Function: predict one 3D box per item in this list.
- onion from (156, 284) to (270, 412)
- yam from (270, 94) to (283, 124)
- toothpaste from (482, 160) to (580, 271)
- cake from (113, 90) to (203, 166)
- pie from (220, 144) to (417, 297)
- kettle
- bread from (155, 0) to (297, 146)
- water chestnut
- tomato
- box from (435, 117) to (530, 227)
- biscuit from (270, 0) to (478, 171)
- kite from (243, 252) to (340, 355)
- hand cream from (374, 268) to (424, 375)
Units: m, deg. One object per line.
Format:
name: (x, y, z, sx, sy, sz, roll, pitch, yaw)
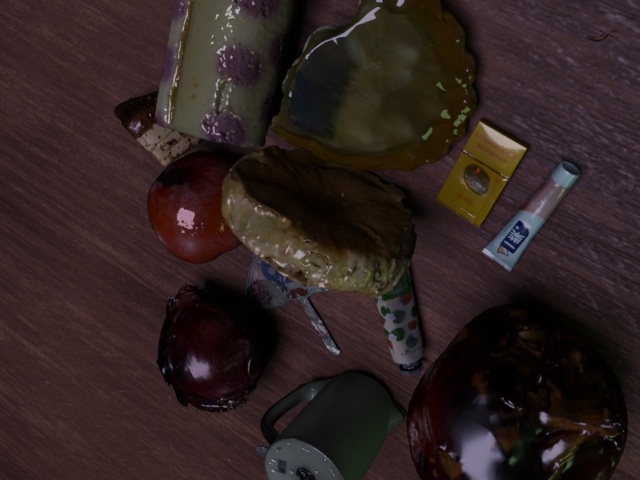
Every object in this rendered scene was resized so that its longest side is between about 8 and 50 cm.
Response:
onion: (-0.216, 0.240, 1.429, 0.281, 0.221, 0.281, 45, 153, 30)
yam: (-0.102, -0.235, 1.229, 0.299, 0.066, 0.066, 26, 122, 21)
toothpaste: (0.324, -0.035, 1.068, 0.056, 0.036, 0.205, 40, 130, 13)
cake: (-0.337, -0.203, 1.313, 0.246, 0.135, 0.112, -1, 129, 42)
pie: (0.002, -0.045, 1.087, 0.339, 0.339, 0.083, 32, 126, 17)
kettle: (0.006, 0.356, 1.303, 0.240, 0.255, 0.165, 15, 121, 24)
bread: (-0.143, -0.327, 1.119, 0.187, 0.155, 0.338, 24, 107, 37)
water chestnut: (0.303, 0.257, 1.010, 0.335, 0.335, 0.347, 48, 155, 5)
tomato: (-0.218, -0.067, 1.286, 0.208, 0.208, 0.184, -16, 115, 36)
box: (0.251, -0.104, 1.089, 0.087, 0.023, 0.155, 33, 125, 13)
biscuit: (0.073, -0.253, 1.051, 0.329, 0.078, 0.335, 3, 122, 11)
kite: (-0.048, 0.094, 1.376, 0.335, 0.011, 0.314, -22, 99, 38)
hand cream: (0.133, 0.110, 1.232, 0.059, 0.095, 0.276, -140, 33, -70)
